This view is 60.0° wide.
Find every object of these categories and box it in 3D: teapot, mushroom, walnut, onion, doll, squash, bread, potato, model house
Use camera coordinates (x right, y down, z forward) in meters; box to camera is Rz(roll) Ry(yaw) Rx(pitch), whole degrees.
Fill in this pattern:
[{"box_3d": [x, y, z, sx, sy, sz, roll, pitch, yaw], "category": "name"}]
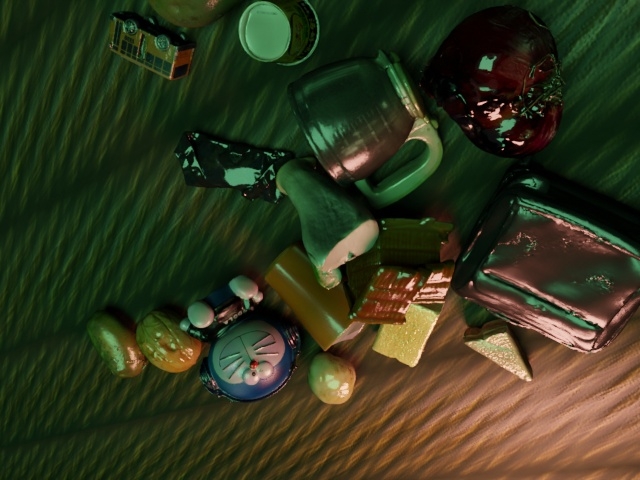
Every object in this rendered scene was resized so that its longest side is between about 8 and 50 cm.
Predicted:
[{"box_3d": [0.105, -0.221, 1.104, 0.239, 0.239, 0.321, -26, 97, 17], "category": "teapot"}, {"box_3d": [-0.006, -0.073, 1.186, 0.328, 0.159, 0.122, 53, 139, 41], "category": "mushroom"}, {"box_3d": [-0.446, 0.296, 1.634, 0.207, 0.159, 0.159, 41, 123, 1], "category": "walnut"}, {"box_3d": [0.323, -0.275, 0.998, 0.281, 0.221, 0.281, 31, 150, 20], "category": "onion"}, {"box_3d": [-0.206, 0.277, 1.483, 0.310, 0.284, 0.240, 55, 168, 6], "category": "doll"}, {"box_3d": [0.029, 0.370, 1.496, 0.148, 0.112, 0.148, 9, 116, 20], "category": "mushroom"}, {"box_3d": [0.000, 0.000, 1.294, 0.069, 0.069, 0.238, -22, 72, 30], "category": "squash"}, {"box_3d": [0.418, 0.265, 1.300, 0.105, 0.077, 0.152, -25, 100, 26], "category": "bread"}, {"box_3d": [-0.251, -0.541, 1.139, 0.235, 0.160, 0.177, -6, 137, 10], "category": "potato"}, {"box_3d": [0.214, 0.210, 1.365, 0.126, 0.068, 0.188, 22, 121, 11], "category": "bread"}, {"box_3d": [0.164, 0.071, 1.208, 0.200, 0.219, 0.229, 8, 78, -13], "category": "model house"}, {"box_3d": [-0.647, 0.324, 1.758, 0.149, 0.113, 0.251, -25, 95, 38], "category": "potato"}]

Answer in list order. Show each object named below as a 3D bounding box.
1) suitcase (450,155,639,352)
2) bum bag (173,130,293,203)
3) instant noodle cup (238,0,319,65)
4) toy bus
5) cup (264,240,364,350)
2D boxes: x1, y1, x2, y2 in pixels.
[{"box_3d": [0.470, 0.040, 1.122, 0.345, 0.188, 0.339, 25, 127, 8], "category": "suitcase"}, {"box_3d": [-0.211, -0.175, 1.346, 0.310, 0.074, 0.137, 14, 107, 10], "category": "bum bag"}, {"box_3d": [-0.090, -0.430, 1.141, 0.152, 0.122, 0.151, 8, 117, 16], "category": "instant noodle cup"}, {"box_3d": [-0.392, -0.449, 1.277, 0.182, 0.091, 0.103, 27, 122, 6], "category": "toy bus"}, {"box_3d": [0.012, 0.117, 1.362, 0.264, 0.182, 0.226, 43, 90, 6], "category": "cup"}]
